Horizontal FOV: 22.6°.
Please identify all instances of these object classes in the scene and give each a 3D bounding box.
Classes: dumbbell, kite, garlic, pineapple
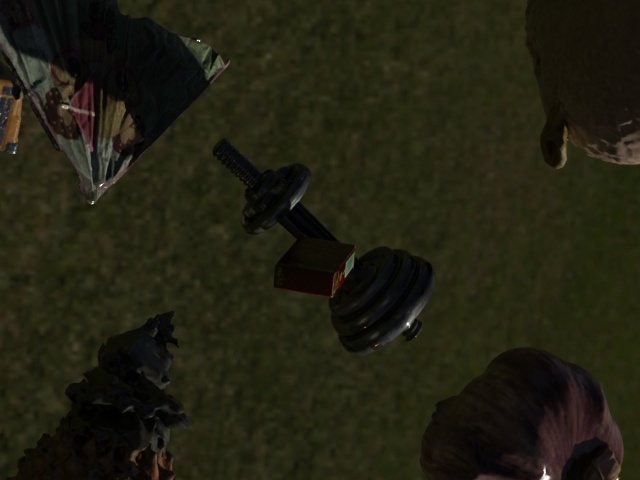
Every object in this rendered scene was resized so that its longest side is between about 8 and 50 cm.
[{"bbox_3d":[0.000,0.000,1.417,0.254,0.110,0.110,44,44,-17],"label":"dumbbell"},{"bbox_3d":[-0.185,-0.159,1.341,0.323,0.013,0.268,20,65,-47],"label":"kite"},{"bbox_3d":[0.213,0.238,1.632,0.245,0.160,0.245,-19,124,-31],"label":"garlic"},{"bbox_3d":[-0.235,0.248,1.772,0.223,0.223,0.357,12,94,-67],"label":"pineapple"}]

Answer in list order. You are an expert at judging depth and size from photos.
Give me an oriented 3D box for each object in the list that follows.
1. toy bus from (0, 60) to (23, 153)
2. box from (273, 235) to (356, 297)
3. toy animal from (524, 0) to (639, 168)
[{"bbox_3d":[-0.406,-0.152,1.684,0.182,0.091,0.103,6,109,-37],"label":"toy bus"},{"bbox_3d":[-0.004,0.021,1.337,0.082,0.051,0.023,-53,149,-68],"label":"box"},{"bbox_3d":[0.339,-0.193,1.658,0.358,0.188,0.226,168,-80,-70],"label":"toy animal"}]
